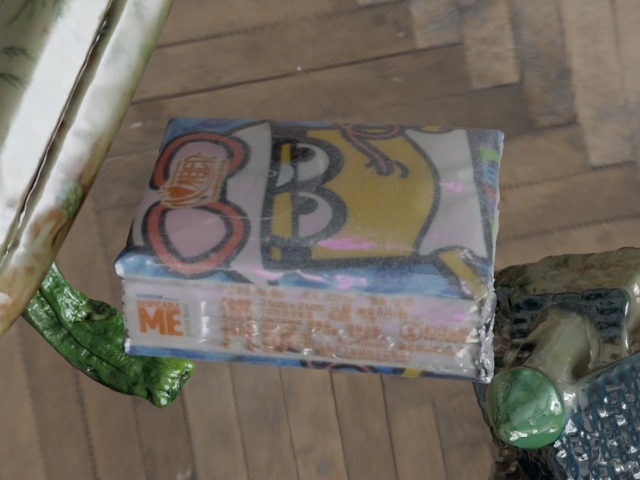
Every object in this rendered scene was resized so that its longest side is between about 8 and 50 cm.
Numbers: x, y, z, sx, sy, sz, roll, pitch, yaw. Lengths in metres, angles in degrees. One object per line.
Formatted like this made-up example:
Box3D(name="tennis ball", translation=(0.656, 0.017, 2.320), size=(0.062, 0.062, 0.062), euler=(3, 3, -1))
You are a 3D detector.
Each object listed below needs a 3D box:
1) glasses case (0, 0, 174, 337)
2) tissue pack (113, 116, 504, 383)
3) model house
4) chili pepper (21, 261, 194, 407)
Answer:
Box3D(name="glasses case", translation=(-0.126, -0.140, 0.786), size=(0.098, 0.156, 0.425), euler=(34, 70, -38))
Box3D(name="tissue pack", translation=(0.000, 0.000, 0.723), size=(0.155, 0.115, 0.065), euler=(4, 126, 6))
Box3D(name="model house", translation=(0.216, 0.197, 1.464), size=(0.243, 0.284, 0.298), euler=(-8, 113, 31))
Box3D(name="chili pepper", translation=(-0.169, 0.050, 1.219), size=(0.182, 0.050, 0.073), euler=(48, 133, -10))
